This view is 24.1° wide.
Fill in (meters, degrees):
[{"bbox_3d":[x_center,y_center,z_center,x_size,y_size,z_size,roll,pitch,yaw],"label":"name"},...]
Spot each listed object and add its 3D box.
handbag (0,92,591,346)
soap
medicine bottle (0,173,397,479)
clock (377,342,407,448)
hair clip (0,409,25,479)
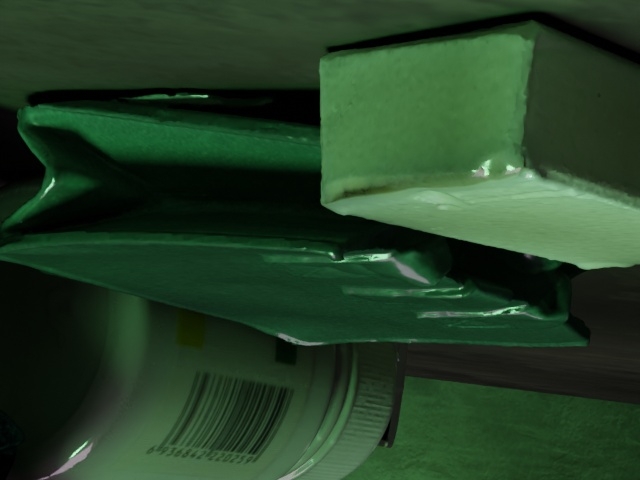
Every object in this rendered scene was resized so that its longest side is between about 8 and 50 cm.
[{"bbox_3d":[-0.001,-0.001,0.832,0.238,0.089,0.326,3,170,30],"label":"handbag"},{"bbox_3d":[0.098,-0.031,0.609,0.183,0.064,0.121,13,169,-40],"label":"soap"},{"bbox_3d":[-0.102,0.085,1.092,0.208,0.208,0.340,2,171,35],"label":"medicine bottle"},{"bbox_3d":[-0.079,0.144,1.642,0.309,0.166,0.235,7,172,15],"label":"clock"},{"bbox_3d":[-0.294,0.176,0.878,0.310,0.194,0.206,-8,-174,15],"label":"hair clip"}]
